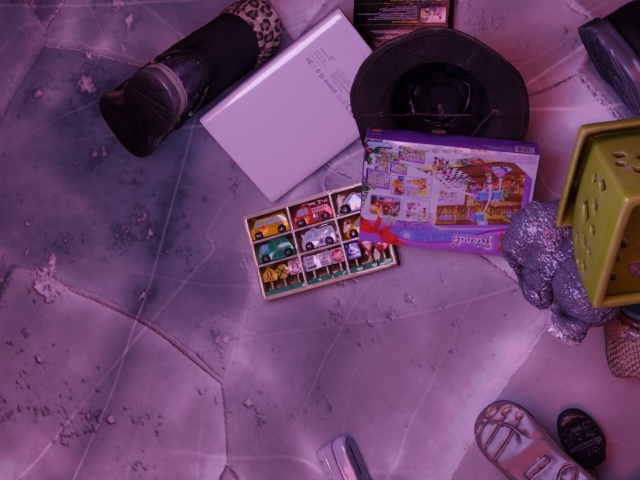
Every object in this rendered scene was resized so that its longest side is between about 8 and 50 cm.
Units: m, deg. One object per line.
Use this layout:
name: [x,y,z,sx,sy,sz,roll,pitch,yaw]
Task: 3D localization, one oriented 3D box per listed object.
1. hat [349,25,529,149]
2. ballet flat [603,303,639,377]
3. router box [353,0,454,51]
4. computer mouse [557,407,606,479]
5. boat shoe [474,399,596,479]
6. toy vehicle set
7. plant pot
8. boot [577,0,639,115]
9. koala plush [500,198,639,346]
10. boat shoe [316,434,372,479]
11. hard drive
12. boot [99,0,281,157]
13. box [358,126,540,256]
hat: [0.209,-0.252,1.776,0.331,0.134,0.331,7,136,7]
ballet flat: [0.707,0.206,1.680,0.482,0.164,0.182,7,114,20]
router box: [0.148,-0.397,1.864,0.178,0.046,0.133,3,92,15]
computer mouse: [0.479,0.400,1.790,0.071,0.041,0.242,-24,90,10]
boat shoe: [0.403,0.420,1.736,0.132,0.130,0.355,-38,66,9]
toy vehicle set: [0.000,0.000,1.911,0.266,0.035,0.166,-16,86,14]
plant pot: [0.484,-0.058,1.527,0.227,0.228,0.207,-8,44,-11]
boot: [0.636,-0.381,1.583,0.445,0.367,0.146,-27,108,13]
koala plush: [0.410,0.056,1.675,0.196,0.203,0.221,-37,44,14]
boat shoe: [0.062,0.471,1.884,0.075,0.083,0.226,-28,71,25]
hard drive: [-0.029,-0.241,1.868,0.318,0.040,0.210,-36,112,12]
boot: [-0.242,-0.299,1.894,0.284,0.377,0.138,-41,97,-24]
box: [0.216,-0.082,1.778,0.293,0.057,0.201,7,119,6]
